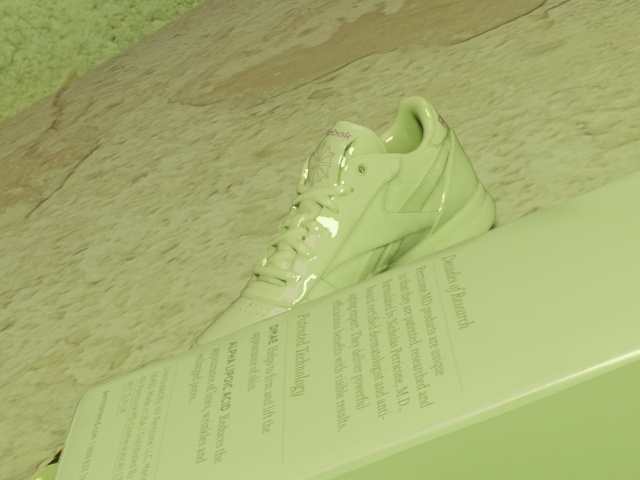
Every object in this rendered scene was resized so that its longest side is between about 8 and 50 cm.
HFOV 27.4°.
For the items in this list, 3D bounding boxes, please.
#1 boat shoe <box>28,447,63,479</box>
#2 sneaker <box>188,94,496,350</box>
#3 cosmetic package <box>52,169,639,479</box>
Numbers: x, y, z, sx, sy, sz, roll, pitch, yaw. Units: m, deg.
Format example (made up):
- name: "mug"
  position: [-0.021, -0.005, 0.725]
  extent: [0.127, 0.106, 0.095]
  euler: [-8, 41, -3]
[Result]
- name: "boat shoe"
  position: [-0.175, 0.172, 0.951]
  extent: [0.133, 0.049, 0.042]
  euler: [-45, 0, -28]
- name: "sneaker"
  position: [0.000, 0.000, 1.014]
  extent: [0.305, 0.152, 0.114]
  euler: [-39, 27, -29]
- name: "cosmetic package"
  position: [0.103, 0.113, 0.544]
  extent: [0.385, 0.217, 0.156]
  euler: [-21, 21, 6]
